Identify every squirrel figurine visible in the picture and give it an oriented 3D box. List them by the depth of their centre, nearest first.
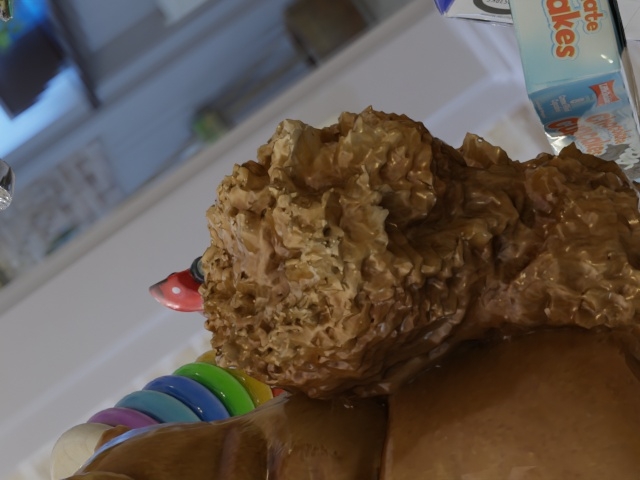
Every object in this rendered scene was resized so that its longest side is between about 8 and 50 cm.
[{"bbox_3d":[0.028,0.115,1.018,0.281,0.370,0.397,-53,-37,-79],"label":"squirrel figurine"}]

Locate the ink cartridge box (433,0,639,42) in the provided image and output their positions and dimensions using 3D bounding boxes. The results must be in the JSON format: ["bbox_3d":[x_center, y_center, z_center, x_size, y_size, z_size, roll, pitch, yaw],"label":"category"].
[{"bbox_3d":[0.239,-0.296,1.321,0.395,0.270,0.151,-59,38,43],"label":"ink cartridge box"}]

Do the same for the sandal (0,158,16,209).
[{"bbox_3d":[-0.348,-0.045,1.364,0.167,0.107,0.446,14,174,-1],"label":"sandal"}]

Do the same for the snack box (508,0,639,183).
[{"bbox_3d":[0.163,-0.139,1.113,0.322,0.060,0.187,40,-142,-71],"label":"snack box"}]

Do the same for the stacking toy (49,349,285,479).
[{"bbox_3d":[-0.105,0.158,1.661,0.141,0.330,0.141,20,128,27],"label":"stacking toy"}]

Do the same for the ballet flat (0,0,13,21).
[{"bbox_3d":[-0.269,-0.219,1.420,0.041,0.041,0.114,63,-165,-45],"label":"ballet flat"}]

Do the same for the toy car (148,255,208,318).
[{"bbox_3d":[0.000,0.000,1.424,0.053,0.225,0.239,65,-157,2],"label":"toy car"}]
